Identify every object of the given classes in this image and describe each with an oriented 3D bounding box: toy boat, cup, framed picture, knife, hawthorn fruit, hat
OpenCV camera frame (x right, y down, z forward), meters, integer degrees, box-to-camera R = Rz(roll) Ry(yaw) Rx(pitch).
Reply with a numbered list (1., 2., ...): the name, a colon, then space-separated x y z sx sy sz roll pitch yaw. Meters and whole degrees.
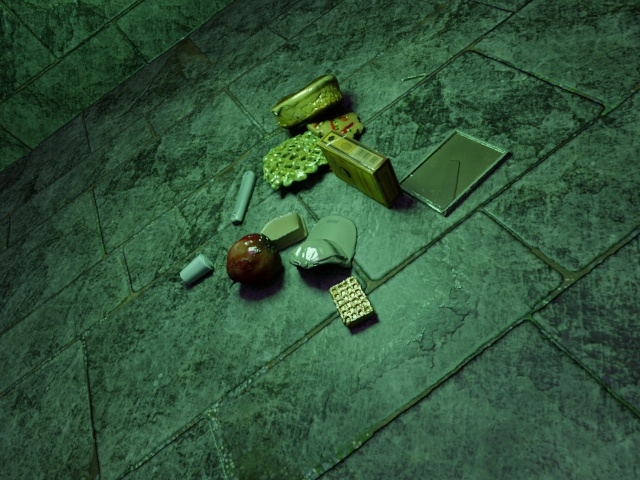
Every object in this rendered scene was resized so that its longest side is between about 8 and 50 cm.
1. toy boat: -0.149 -0.031 1.540 0.188 0.061 0.116 -25 50 10
2. cup: -0.480 0.106 1.616 0.116 0.074 0.104 -38 25 4
3. framed picture: 0.443 -0.241 1.414 0.315 0.024 0.232 -42 49 -7
4. knife: -0.329 -0.184 1.758 0.073 0.040 0.265 -14 52 32
5. hawthorn fruit: -0.252 0.087 1.448 0.235 0.181 0.181 -44 48 11
6. hat: 0.000 0.000 1.403 0.214 0.149 0.244 -2 67 25

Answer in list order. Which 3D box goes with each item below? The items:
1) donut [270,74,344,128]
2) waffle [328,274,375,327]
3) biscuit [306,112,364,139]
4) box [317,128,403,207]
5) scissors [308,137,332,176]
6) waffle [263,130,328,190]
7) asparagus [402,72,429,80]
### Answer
1. donut: -0.049 -0.585 1.785 0.330 0.159 0.330 -27 22 12
2. waffle: 0.096 0.187 1.273 0.103 0.042 0.148 -29 49 4
3. biscuit: 0.059 -0.473 1.713 0.239 0.041 0.212 6 50 7
4. box: 0.137 -0.257 1.467 0.084 0.193 0.301 -44 49 -8
5. scissors: 0.012 -0.371 1.731 0.144 0.017 0.247 -8 53 22
6. waffle: -0.112 -0.338 1.710 0.297 0.073 0.317 -27 40 7
7. asparagus: 0.403 -0.694 1.761 0.114 0.014 0.015 -4 90 26
